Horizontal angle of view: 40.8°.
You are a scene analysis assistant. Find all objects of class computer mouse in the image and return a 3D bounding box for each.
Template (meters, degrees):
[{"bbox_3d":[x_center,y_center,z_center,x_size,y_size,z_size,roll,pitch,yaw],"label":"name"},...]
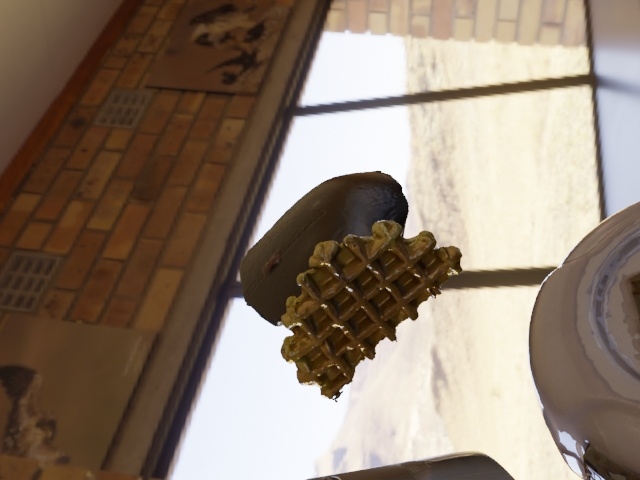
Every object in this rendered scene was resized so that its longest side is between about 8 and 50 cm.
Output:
[{"bbox_3d":[-0.001,-0.003,1.283,0.168,0.295,0.087,52,177,43],"label":"computer mouse"}]

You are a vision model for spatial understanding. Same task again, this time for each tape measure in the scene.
[{"bbox_3d":[0.203,0.058,0.420,0.236,0.197,0.120,-86,-24,-45],"label":"tape measure"}]

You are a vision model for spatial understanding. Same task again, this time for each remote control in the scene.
[{"bbox_3d":[0.130,0.342,1.225,0.109,0.313,0.055,29,116,61],"label":"remote control"}]

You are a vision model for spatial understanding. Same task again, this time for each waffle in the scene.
[{"bbox_3d":[0.045,0.071,0.852,0.046,0.160,0.192,-115,38,-70],"label":"waffle"}]
